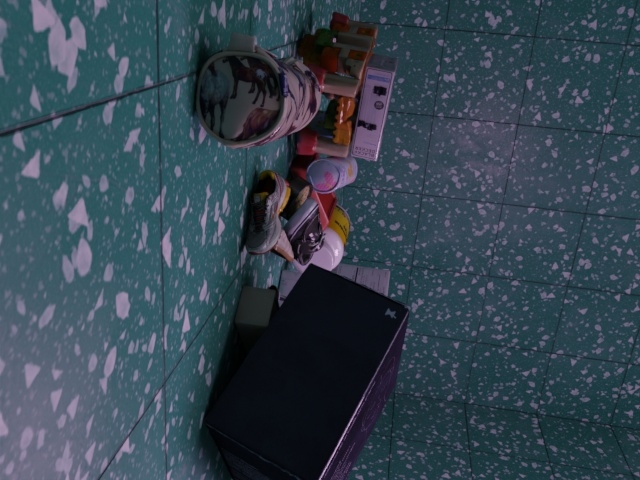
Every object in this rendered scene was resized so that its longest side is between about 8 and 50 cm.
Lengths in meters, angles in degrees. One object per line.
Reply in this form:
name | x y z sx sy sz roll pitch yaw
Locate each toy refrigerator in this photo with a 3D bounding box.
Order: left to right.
toy refrigerator | -0.150 0.228 1.639 0.269 0.094 0.102 87 12 -59

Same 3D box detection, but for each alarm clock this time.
alarm clock | -0.073 -0.128 1.862 0.129 0.064 0.192 -61 163 21

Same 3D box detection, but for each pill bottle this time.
pill bottle | 0.000 0.000 2.267 0.334 0.188 0.187 -70 166 -62

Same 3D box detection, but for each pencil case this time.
pencil case | -0.102 -0.284 1.209 0.410 0.160 0.183 -58 169 -74
pencil case | 0.039 -0.223 2.029 0.273 0.124 0.113 -40 128 -72

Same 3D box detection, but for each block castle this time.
block castle | 0.033 -0.495 1.959 0.453 0.213 0.303 -72 173 -46

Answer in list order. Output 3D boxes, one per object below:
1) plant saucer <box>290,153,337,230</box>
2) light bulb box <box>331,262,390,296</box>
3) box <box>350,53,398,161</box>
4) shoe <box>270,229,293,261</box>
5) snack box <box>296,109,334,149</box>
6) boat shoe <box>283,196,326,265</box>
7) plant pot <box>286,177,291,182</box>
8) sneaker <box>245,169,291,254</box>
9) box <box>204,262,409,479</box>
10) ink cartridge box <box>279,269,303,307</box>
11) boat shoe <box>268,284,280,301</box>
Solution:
plant saucer | -0.011 -0.183 2.140 0.259 0.048 0.258 -71 141 -63
light bulb box | 0.114 0.300 2.834 0.357 0.361 0.225 -75 171 -49
box | 0.168 -0.414 1.948 0.169 0.087 0.289 -70 171 -57
shoe | -0.109 0.014 1.800 0.058 0.077 0.219 -60 168 -7
snack box | 0.021 -0.369 2.109 0.207 0.175 0.070 -73 167 -54
boat shoe | -0.037 -0.021 1.856 0.121 0.119 0.335 -48 173 -20
plant pot | -0.070 -0.153 1.977 0.083 0.079 0.083 8 90 -83
sneaker | -0.143 -0.069 1.512 0.092 0.088 0.225 49 46 -54
box | -0.013 0.407 1.599 0.479 0.298 0.471 -56 162 -30
ink cartridge box | -0.095 0.223 2.112 0.160 0.093 0.219 73 25 -75
boat shoe | -0.148 0.199 1.857 0.040 0.049 0.142 77 14 -55
